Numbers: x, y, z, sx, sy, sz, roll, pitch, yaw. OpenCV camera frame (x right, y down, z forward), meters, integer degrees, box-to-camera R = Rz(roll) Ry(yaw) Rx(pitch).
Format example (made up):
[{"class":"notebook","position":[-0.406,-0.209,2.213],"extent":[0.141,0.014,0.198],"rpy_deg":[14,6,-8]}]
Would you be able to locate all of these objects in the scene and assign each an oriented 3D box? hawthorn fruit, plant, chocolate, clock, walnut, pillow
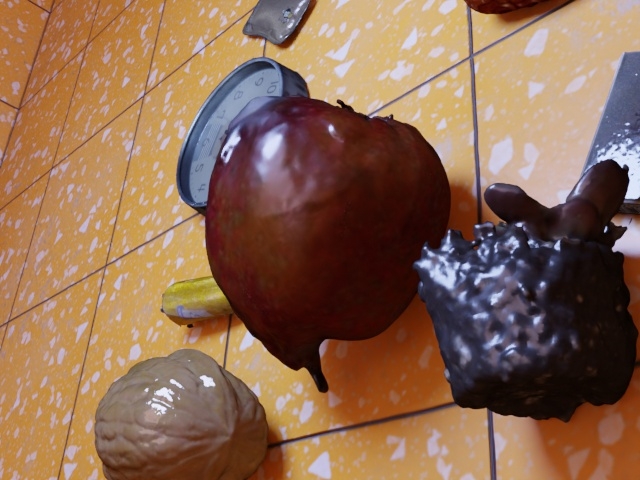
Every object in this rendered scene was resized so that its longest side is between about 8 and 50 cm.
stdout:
[{"class":"hawthorn fruit","position":[0.002,-0.023,0.962],"extent":[0.325,0.308,0.308],"rpy_deg":[-58,35,23]},{"class":"plant","position":[0.202,0.053,0.752],"extent":[0.204,0.178,0.234],"rpy_deg":[-28,56,46]},{"class":"chocolate","position":[-0.171,0.089,1.268],"extent":[0.219,0.085,0.086],"rpy_deg":[-17,55,42]},{"class":"clock","position":[-0.153,-0.192,1.439],"extent":[0.325,0.067,0.325],"rpy_deg":[-30,46,36]},{"class":"walnut","position":[-0.192,0.262,1.058],"extent":[0.261,0.225,0.225],"rpy_deg":[-11,59,52]},{"class":"pillow","position":[-0.092,-0.462,1.567],"extent":[0.130,0.033,0.217],"rpy_deg":[-57,36,5]}]

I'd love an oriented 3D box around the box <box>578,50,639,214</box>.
[{"class":"box","position":[0.409,-0.102,0.712],"extent":[0.324,0.047,0.180],"rpy_deg":[10,75,52]}]

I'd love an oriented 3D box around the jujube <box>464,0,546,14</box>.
[{"class":"jujube","position":[0.267,-0.364,1.016],"extent":[0.176,0.109,0.112],"rpy_deg":[1,104,42]}]
